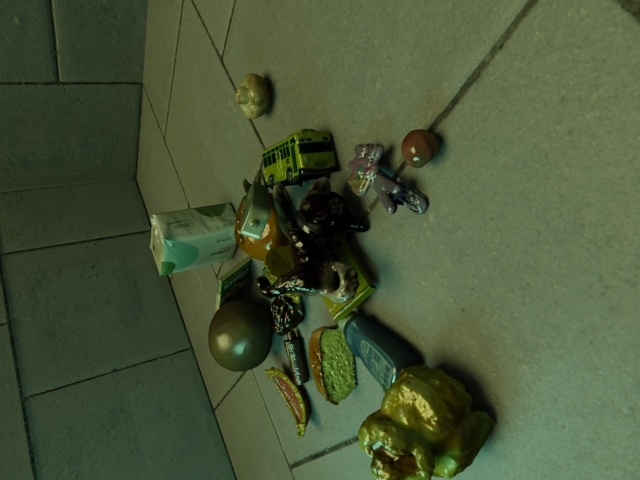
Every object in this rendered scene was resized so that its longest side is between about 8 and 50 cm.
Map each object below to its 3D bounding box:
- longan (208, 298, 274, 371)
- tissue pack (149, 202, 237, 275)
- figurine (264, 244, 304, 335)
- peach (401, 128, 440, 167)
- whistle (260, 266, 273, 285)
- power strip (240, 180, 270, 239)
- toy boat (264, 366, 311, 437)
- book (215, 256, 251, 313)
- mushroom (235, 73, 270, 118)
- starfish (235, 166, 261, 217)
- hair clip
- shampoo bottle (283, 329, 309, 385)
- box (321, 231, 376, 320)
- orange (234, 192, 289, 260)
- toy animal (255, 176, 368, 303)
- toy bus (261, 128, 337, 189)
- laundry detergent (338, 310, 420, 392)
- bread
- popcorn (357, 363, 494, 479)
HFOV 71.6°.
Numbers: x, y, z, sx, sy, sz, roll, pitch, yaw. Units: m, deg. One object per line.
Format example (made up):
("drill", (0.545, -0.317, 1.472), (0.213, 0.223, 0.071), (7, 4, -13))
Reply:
("longan", (-0.326, 0.386, 1.836), (0.297, 0.297, 0.298), (27, 122, 52))
("tissue pack", (-0.560, -0.009, 1.976), (0.194, 0.356, 0.266), (61, 145, 25))
("figurine", (-0.103, 0.186, 1.539), (0.168, 0.187, 0.316), (-82, -1, -47))
("peach", (0.210, -0.197, 0.943), (0.083, 0.083, 0.083), (27, 122, 52))
("whistle", (-0.181, 0.142, 1.668), (0.110, 0.092, 0.244), (46, 146, 9))
("power strip", (-0.187, -0.092, 1.283), (0.091, 0.062, 0.385), (-65, 15, 12))
("toy boat", (-0.117, 0.616, 1.740), (0.318, 0.099, 0.141), (51, 136, 41))
("book", (-0.383, 0.218, 1.937), (0.027, 0.202, 0.264), (28, 128, 17))
("mushroom", (-0.232, -0.493, 1.518), (0.148, 0.112, 0.148), (7, 99, 53))
("starfish", (-0.261, -0.176, 1.656), (0.217, 0.050, 0.224), (60, -134, -70))
("hair clip", (0.139, -0.156, 1.065), (0.278, 0.090, 0.137), (46, 128, 40))
("shampoo bottle", (-0.093, 0.417, 1.660), (0.067, 0.068, 0.237), (161, 96, -79))
("box", (0.035, 0.074, 1.290), (0.153, 0.041, 0.279), (-44, 57, 22))
("orange", (-0.205, -0.050, 1.562), (0.249, 0.183, 0.249), (30, 127, 52))
("toy animal", (0.000, 0.000, 1.193), (0.302, 0.194, 0.345), (3, 85, 45))
("toy bus", (-0.070, -0.239, 1.331), (0.262, 0.127, 0.150), (-4, 94, 60))
("laundry detergent", (0.147, 0.292, 1.214), (0.290, 0.094, 0.144), (43, 147, 47))
("bread", (0.027, 0.370, 1.394), (0.134, 0.129, 0.261), (14, 111, 57))
("popcorn", (0.217, 0.410, 0.982), (0.225, 0.276, 0.277), (-8, 94, 64))
